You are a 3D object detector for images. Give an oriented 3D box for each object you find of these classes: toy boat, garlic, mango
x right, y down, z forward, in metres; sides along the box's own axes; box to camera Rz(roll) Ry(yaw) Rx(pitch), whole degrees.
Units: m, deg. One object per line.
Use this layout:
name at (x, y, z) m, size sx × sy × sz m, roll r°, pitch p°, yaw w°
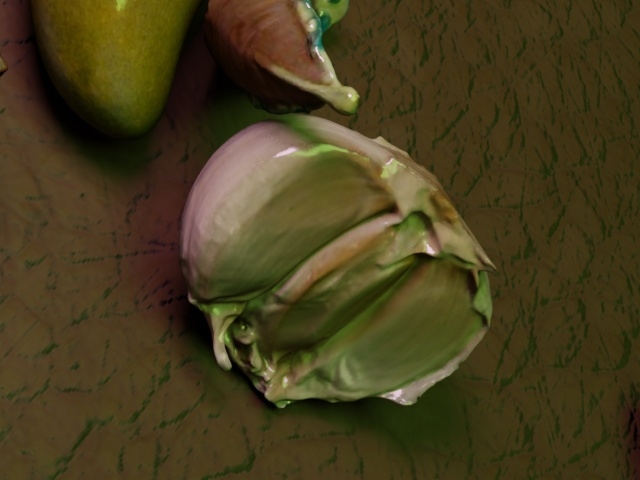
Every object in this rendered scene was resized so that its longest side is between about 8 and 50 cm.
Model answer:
toy boat at (-0.024, -0.138, 1.083) m, size 0.099 × 0.108 × 0.293 m, roll 18°, pitch 18°, yaw -6°
garlic at (0.000, 0.000, 1.097) m, size 0.229 × 0.178 × 0.143 m, roll 43°, pitch 16°, yaw -41°
mango at (-0.113, -0.213, 1.084) m, size 0.146 × 0.129 × 0.289 m, roll 65°, pitch 39°, yaw -55°

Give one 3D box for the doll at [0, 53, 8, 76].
doll at (-0.259, -0.083, 0.927) m, size 0.134 × 0.106 × 0.186 m, roll 35°, pitch 69°, yaw -18°
